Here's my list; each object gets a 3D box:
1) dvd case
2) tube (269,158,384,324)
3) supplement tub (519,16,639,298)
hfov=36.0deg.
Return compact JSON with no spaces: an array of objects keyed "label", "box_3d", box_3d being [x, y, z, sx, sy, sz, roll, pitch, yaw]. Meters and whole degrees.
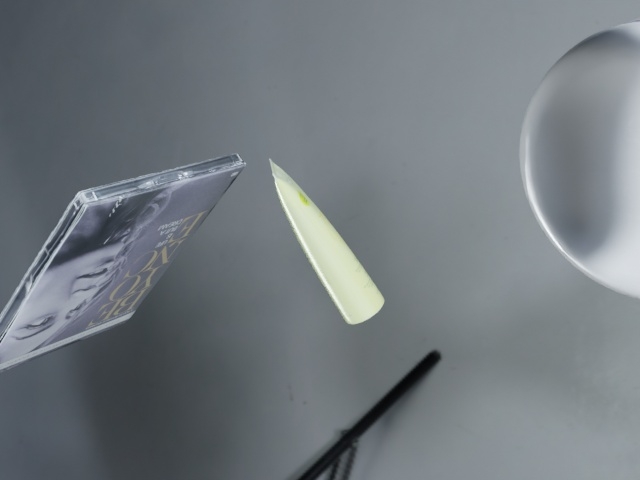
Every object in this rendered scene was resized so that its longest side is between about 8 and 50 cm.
[{"label":"dvd case","box_3d":[-0.168,0.022,0.771,0.018,0.164,0.221,52,127,13]},{"label":"tube","box_3d":[0.000,0.000,1.289,0.070,0.062,0.240,-13,116,50]},{"label":"supplement tub","box_3d":[0.365,-0.107,0.918,0.241,0.331,0.241,20,122,37]}]
